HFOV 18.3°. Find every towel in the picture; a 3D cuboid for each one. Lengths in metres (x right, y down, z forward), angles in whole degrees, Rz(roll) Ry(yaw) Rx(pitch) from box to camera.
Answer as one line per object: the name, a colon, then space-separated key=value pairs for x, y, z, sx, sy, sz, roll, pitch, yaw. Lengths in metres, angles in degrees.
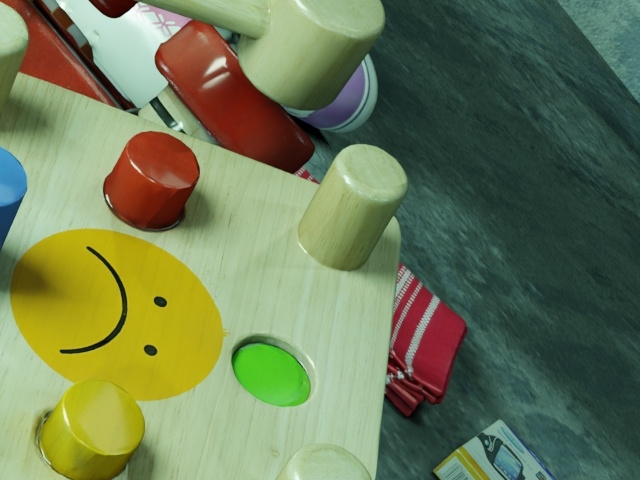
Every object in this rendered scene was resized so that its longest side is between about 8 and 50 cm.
towel: x=0.000 y=0.000 z=1.458 sx=0.275 sy=0.031 sz=0.199 roll=46 pitch=18 yaw=-2

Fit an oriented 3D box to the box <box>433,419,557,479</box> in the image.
box: x=0.131 y=0.172 z=1.396 sx=0.081 sy=0.028 sz=0.136 roll=50 pitch=16 yaw=9

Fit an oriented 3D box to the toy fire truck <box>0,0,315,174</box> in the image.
toy fire truck: x=-0.135 y=-0.080 z=1.141 sx=0.302 sy=0.169 sz=0.254 roll=48 pitch=3 yaw=-4

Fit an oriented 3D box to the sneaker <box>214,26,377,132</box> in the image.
sneaker: x=-0.065 y=-0.221 z=1.666 sx=0.161 sy=0.102 sz=0.282 roll=11 pitch=39 yaw=-56

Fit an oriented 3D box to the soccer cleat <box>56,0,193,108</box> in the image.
soccer cleat: x=-0.198 y=-0.184 z=1.309 sx=0.143 sy=0.116 sz=0.331 roll=-9 pitch=54 yaw=-49

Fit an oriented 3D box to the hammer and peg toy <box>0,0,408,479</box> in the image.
hammer and peg toy: x=-0.093 y=-0.001 z=0.888 sx=0.266 sy=0.127 sz=0.361 roll=20 pitch=42 yaw=-11
